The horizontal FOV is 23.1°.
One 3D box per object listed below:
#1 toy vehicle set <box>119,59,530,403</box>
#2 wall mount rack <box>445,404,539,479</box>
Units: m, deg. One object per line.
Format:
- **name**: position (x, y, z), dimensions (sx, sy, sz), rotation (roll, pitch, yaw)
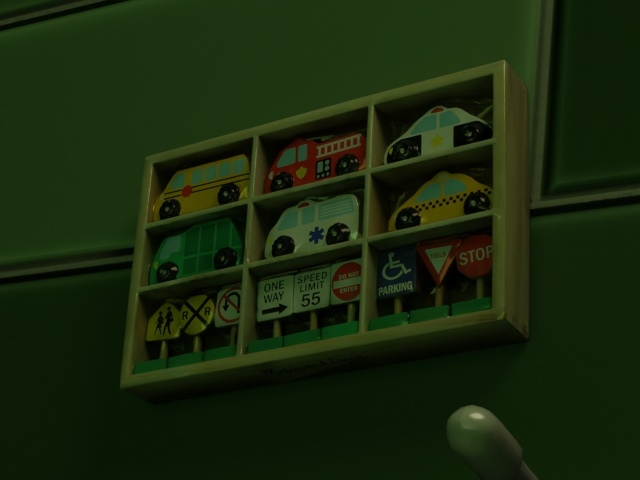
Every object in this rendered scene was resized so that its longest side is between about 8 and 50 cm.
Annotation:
- **toy vehicle set**: position (0.000, 0.000, 0.961), dimensions (0.267, 0.035, 0.166), rotation (-13, 61, 29)
- **wall mount rack**: position (0.208, 0.097, 0.596), dimensions (0.350, 0.304, 0.130), rotation (3, 102, 29)
